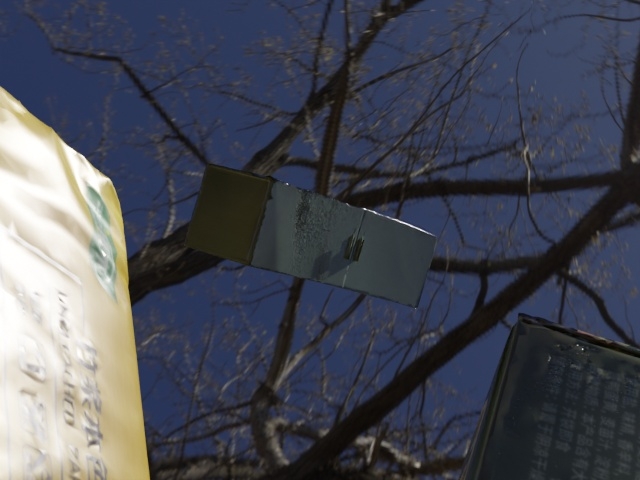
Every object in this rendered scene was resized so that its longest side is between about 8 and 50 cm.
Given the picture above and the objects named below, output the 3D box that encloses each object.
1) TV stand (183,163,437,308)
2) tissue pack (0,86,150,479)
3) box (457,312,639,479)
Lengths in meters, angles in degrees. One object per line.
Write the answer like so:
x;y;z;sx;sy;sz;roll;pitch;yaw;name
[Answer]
0.000;0.000;1.001;0.088;0.269;0.082;17;-89;37;TV stand
-0.262;0.134;0.606;0.293;0.228;0.381;-22;-122;14;tissue pack
0.074;0.305;0.511;0.138;0.420;0.373;18;-53;9;box
